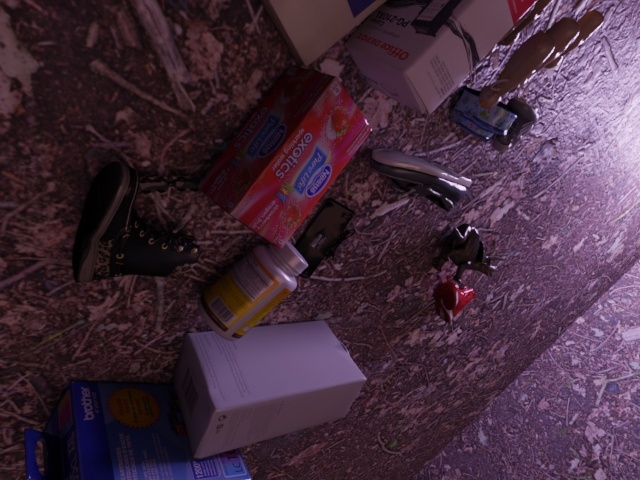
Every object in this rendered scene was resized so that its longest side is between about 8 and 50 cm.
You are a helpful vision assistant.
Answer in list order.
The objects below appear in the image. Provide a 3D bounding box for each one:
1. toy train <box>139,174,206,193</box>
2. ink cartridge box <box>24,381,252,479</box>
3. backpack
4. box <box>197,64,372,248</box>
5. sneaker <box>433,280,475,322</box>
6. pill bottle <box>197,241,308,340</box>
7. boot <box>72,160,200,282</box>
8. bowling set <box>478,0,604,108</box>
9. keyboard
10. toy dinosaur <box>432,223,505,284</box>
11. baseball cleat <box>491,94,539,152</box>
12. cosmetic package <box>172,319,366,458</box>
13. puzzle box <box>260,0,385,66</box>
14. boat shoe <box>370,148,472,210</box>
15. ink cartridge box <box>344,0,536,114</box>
[{"bbox_3d":[-0.222,-0.095,0.678,0.158,0.036,0.027,-8,120,-34],"label":"toy train"},{"bbox_3d":[-0.372,0.431,0.829,0.396,0.270,0.151,19,110,-44],"label":"ink cartridge box"},{"bbox_3d":[0.346,-0.262,0.886,0.105,0.114,0.084,4,121,-38],"label":"backpack"},{"bbox_3d":[-0.055,-0.134,0.674,0.256,0.123,0.128,-52,138,-2],"label":"box"},{"bbox_3d":[0.436,0.168,1.342,0.128,0.087,0.221,-38,150,-16],"label":"sneaker"},{"bbox_3d":[-0.131,0.091,0.834,0.215,0.117,0.117,-42,137,1],"label":"pill bottle"},{"bbox_3d":[-0.272,-0.016,0.658,0.179,0.085,0.236,6,136,-41],"label":"boot"},{"bbox_3d":[0.371,-0.396,0.794,0.287,0.199,0.154,-29,169,-31],"label":"bowling set"},{"bbox_3d":[0.000,0.000,0.926,0.100,0.038,0.192,30,106,-22],"label":"keyboard"},{"bbox_3d":[0.397,0.017,1.176,0.160,0.121,0.313,-49,133,-9],"label":"toy dinosaur"},{"bbox_3d":[0.443,-0.256,0.957,0.109,0.072,0.206,-54,155,16],"label":"baseball cleat"},{"bbox_3d":[-0.114,0.319,0.966,0.385,0.217,0.156,5,120,-36],"label":"cosmetic package"},{"bbox_3d":[-0.018,-0.465,0.507,0.272,0.052,0.409,-40,138,-2],"label":"puzzle box"},{"bbox_3d":[0.217,-0.123,0.910,0.320,0.116,0.099,4,118,-43],"label":"boat shoe"},{"bbox_3d":[0.182,-0.342,0.661,0.237,0.172,0.100,-46,137,6],"label":"ink cartridge box"}]
